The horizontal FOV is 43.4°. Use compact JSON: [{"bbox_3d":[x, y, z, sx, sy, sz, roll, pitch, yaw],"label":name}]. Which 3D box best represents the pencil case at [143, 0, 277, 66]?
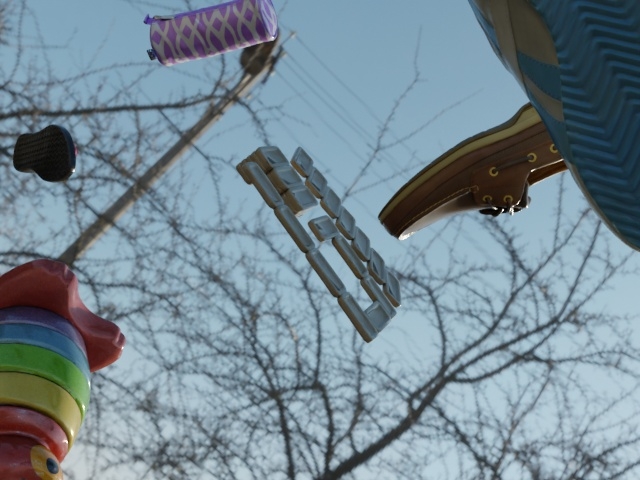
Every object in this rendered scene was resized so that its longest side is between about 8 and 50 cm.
[{"bbox_3d":[-0.170,-0.336,1.262,0.206,0.086,0.088,-11,-54,12],"label":"pencil case"}]

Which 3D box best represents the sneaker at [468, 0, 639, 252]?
[{"bbox_3d":[0.144,-0.095,0.422,0.092,0.087,0.228,38,29,-76],"label":"sneaker"}]

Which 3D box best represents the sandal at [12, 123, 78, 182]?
[{"bbox_3d":[-0.325,-0.104,0.973,0.040,0.067,0.179,13,0,-38],"label":"sandal"}]

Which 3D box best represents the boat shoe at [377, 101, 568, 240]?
[{"bbox_3d":[0.125,-0.046,0.568,0.060,0.178,0.064,61,8,11],"label":"boat shoe"}]

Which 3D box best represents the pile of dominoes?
[{"bbox_3d":[0.000,0.000,0.943,0.040,0.196,0.251,-37,-95,21],"label":"pile of dominoes"}]

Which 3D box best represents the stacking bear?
[{"bbox_3d":[-0.323,0.188,0.857,0.164,0.289,0.175,-22,-52,8],"label":"stacking bear"}]
